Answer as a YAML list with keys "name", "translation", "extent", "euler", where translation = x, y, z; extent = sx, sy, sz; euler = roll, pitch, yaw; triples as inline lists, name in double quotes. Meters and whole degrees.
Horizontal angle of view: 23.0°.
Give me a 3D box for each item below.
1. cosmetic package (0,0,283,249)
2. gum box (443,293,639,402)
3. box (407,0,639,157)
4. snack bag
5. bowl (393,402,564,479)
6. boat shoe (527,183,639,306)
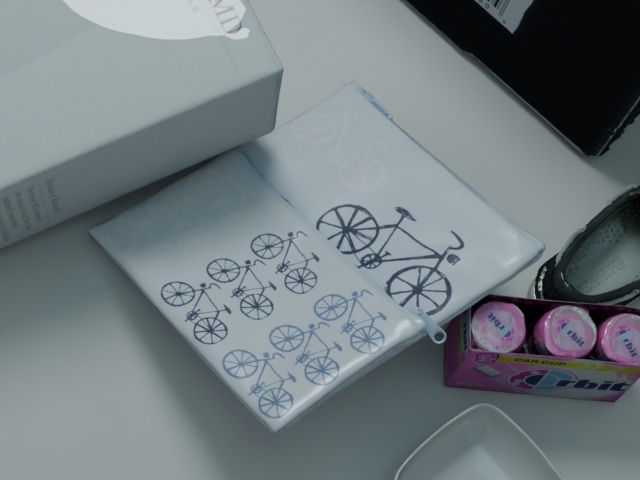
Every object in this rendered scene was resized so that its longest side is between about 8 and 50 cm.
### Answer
- name: "cosmetic package"
  translation: [-0.287, -0.136, 1.472]
  extent: [0.453, 0.161, 0.230]
  euler: [-25, 77, -12]
- name: "gum box"
  translation: [0.223, 0.105, 1.524]
  extent: [0.188, 0.107, 0.062]
  euler: [6, 65, -8]
- name: "box"
  translation: [0.298, -0.439, 1.681]
  extent: [0.480, 0.297, 0.472]
  euler: [42, 64, 9]
- name: "snack bag"
  translation: [0.000, 0.000, 1.506]
  extent: [0.342, 0.037, 0.323]
  euler: [-30, 52, -21]
- name: "bowl"
  translation: [0.147, 0.242, 1.480]
  extent: [0.142, 0.053, 0.142]
  euler: [-36, 78, -23]
- name: "boat shoe"
  translation: [0.343, -0.007, 1.605]
  extent: [0.302, 0.091, 0.114]
  euler: [-39, 78, -23]
